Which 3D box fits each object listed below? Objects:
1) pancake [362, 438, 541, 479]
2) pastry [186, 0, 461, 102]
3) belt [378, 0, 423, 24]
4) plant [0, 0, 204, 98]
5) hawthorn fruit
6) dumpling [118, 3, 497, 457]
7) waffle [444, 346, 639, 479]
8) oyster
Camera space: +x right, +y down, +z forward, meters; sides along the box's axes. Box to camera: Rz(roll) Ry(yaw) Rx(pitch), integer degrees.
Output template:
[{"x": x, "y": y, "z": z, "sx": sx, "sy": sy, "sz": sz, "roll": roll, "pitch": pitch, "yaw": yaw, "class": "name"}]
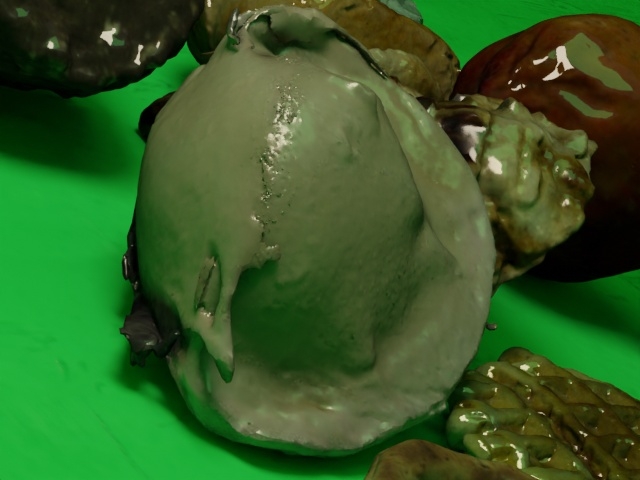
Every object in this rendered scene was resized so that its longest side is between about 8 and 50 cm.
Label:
[{"x": 0.112, "y": 0.185, "z": 0.993, "sx": 0.235, "sy": 0.029, "sz": 0.212, "roll": 44, "pitch": 29, "yaw": 20, "class": "pancake"}, {"x": -0.001, "y": -0.146, "z": 1.526, "sx": 0.218, "sy": 0.100, "sz": 0.229, "roll": 20, "pitch": -3, "yaw": -22, "class": "pastry"}, {"x": -0.003, "y": -0.215, "z": 1.791, "sx": 0.198, "sy": 0.078, "sz": 0.151, "roll": 24, "pitch": 18, "yaw": -12, "class": "belt"}, {"x": -0.201, "y": -0.193, "z": 1.333, "sx": 0.199, "sy": 0.188, "sz": 0.276, "roll": 6, "pitch": 9, "yaw": -33, "class": "plant"}, {"x": 0.175, "y": -0.072, "z": 1.467, "sx": 0.248, "sy": 0.208, "sz": 0.208, "roll": 12, "pitch": 24, "yaw": -47, "class": "hawthorn fruit"}, {"x": -0.017, "y": 0.002, "z": 1.149, "sx": 0.204, "sy": 0.163, "sz": 0.293, "roll": 41, "pitch": 43, "yaw": -45, "class": "dumpling"}, {"x": 0.173, "y": 0.136, "z": 1.187, "sx": 0.214, "sy": 0.054, "sz": 0.208, "roll": 26, "pitch": 24, "yaw": 9, "class": "waffle"}, {"x": 0.028, "y": -0.054, "z": 1.339, "sx": 0.198, "sy": 0.133, "sz": 0.337, "roll": -32, "pitch": 34, "yaw": -32, "class": "oyster"}]
